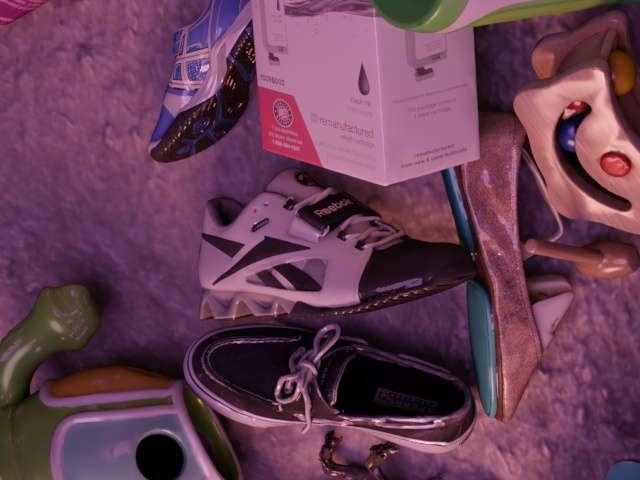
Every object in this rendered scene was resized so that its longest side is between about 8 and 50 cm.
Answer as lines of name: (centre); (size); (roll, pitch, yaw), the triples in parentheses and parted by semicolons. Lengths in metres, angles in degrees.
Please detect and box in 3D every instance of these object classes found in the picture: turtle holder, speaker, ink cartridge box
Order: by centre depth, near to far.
speaker: (0.178, -0.248, 1.490); (0.131, 0.296, 0.131); (19, 115, 47)
ink cartridge box: (0.034, -0.213, 1.612); (0.207, 0.117, 0.283); (20, 121, 52)
turtle holder: (-0.221, 0.227, 1.862); (0.227, 0.243, 0.320); (-28, 58, 10)

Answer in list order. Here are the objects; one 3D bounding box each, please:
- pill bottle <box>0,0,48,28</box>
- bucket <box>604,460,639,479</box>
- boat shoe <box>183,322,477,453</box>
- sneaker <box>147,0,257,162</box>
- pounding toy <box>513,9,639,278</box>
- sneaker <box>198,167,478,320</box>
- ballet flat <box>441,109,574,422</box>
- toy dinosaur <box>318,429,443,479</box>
pill bottle: (-0.284, -0.315, 1.703); (0.301, 0.169, 0.169); (-24, 99, 25)
bucket: (0.306, 0.347, 1.685); (0.281, 0.281, 0.183); (-37, 96, 26)
boat shoe: (0.005, 0.143, 1.777); (0.306, 0.105, 0.113); (17, 71, 12)
sneaker: (-0.114, -0.166, 1.760); (0.081, 0.080, 0.211); (47, 117, 23)
pounding toy: (0.270, -0.057, 1.592); (0.154, 0.155, 0.269); (0, 136, 29)
sneaker: (0.000, 0.000, 1.716); (0.330, 0.122, 0.146); (-4, 94, 38)
ballet flat: (0.187, 0.024, 1.705); (0.106, 0.107, 0.316); (-12, 107, -5)
toy dinosaur: (0.052, 0.263, 1.854); (0.268, 0.064, 0.118); (-7, 112, 24)
